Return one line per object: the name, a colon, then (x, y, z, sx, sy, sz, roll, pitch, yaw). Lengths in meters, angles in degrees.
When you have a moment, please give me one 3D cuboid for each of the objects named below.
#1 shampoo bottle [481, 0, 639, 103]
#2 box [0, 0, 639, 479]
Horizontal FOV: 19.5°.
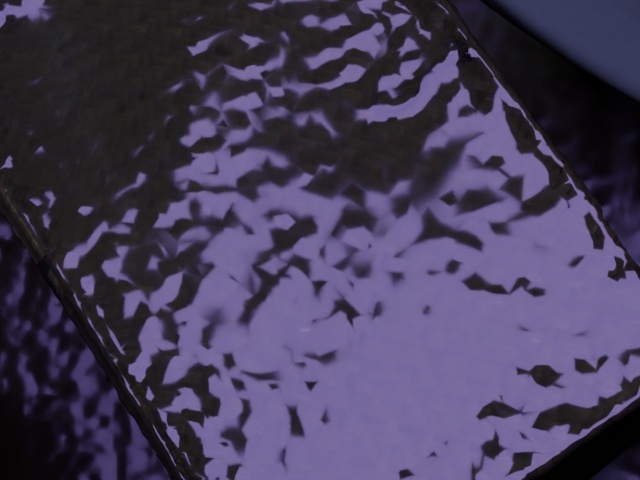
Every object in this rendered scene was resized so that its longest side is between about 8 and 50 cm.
shampoo bottle: (0.210, -0.084, 0.694, 0.359, 0.078, 0.134, 22, 98, -4)
box: (-0.001, -0.001, 0.732, 0.184, 0.143, 0.273, -36, 72, 1)
